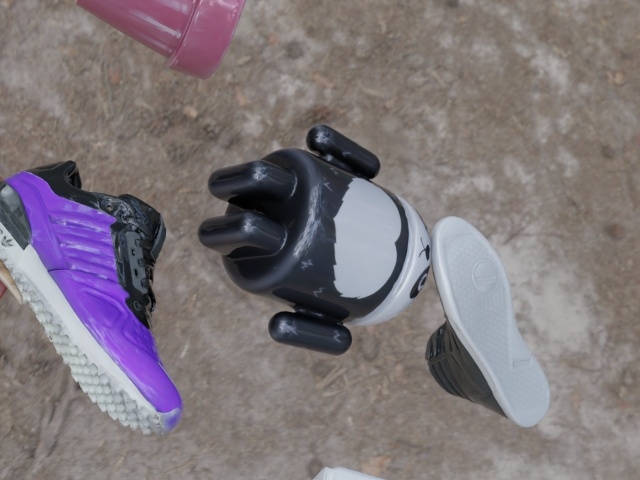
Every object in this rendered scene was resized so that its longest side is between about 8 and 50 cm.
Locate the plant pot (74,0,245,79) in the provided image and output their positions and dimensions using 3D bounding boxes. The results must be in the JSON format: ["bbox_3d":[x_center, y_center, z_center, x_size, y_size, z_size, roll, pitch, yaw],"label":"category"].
[{"bbox_3d":[-0.192,-0.317,1.126,0.180,0.201,0.201,16,67,-20],"label":"plant pot"}]

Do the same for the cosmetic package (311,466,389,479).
[{"bbox_3d":[0.146,0.372,0.842,0.385,0.156,0.217,16,54,-12],"label":"cosmetic package"}]

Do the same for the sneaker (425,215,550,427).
[{"bbox_3d":[0.176,0.104,1.188,0.104,0.147,0.295,-36,111,-28],"label":"sneaker"}]

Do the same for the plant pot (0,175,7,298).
[{"bbox_3d":[-0.464,-0.031,0.947,0.265,0.272,0.272,40,57,-44],"label":"plant pot"}]

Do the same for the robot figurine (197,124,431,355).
[{"bbox_3d":[0.002,-0.002,1.053,0.278,0.209,0.173,22,20,-38],"label":"robot figurine"}]

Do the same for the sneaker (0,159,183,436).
[{"bbox_3d":[-0.189,0.031,0.833,0.146,0.102,0.293,-34,69,-23],"label":"sneaker"}]

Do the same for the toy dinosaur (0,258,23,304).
[{"bbox_3d":[-0.240,-0.048,0.583,0.112,0.064,0.211,7,28,-21],"label":"toy dinosaur"}]
